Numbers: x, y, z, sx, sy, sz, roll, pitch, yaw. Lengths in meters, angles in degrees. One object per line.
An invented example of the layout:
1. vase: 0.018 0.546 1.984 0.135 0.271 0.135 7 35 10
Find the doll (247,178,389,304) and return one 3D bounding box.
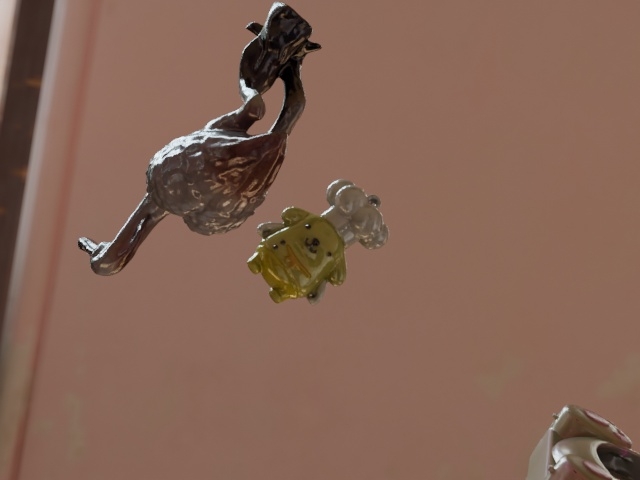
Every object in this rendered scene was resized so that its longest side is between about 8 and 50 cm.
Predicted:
1. doll: 0.000 0.000 1.753 0.106 0.162 0.062 53 -16 3

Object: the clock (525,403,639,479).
1. clock: 0.368 0.323 1.768 0.309 0.114 0.284 32 12 3

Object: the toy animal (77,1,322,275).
1. toy animal: -0.102 -0.053 1.380 0.090 0.324 0.195 35 20 -20
